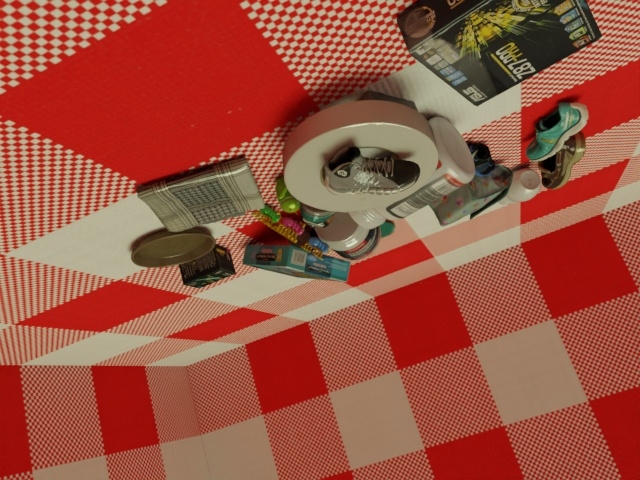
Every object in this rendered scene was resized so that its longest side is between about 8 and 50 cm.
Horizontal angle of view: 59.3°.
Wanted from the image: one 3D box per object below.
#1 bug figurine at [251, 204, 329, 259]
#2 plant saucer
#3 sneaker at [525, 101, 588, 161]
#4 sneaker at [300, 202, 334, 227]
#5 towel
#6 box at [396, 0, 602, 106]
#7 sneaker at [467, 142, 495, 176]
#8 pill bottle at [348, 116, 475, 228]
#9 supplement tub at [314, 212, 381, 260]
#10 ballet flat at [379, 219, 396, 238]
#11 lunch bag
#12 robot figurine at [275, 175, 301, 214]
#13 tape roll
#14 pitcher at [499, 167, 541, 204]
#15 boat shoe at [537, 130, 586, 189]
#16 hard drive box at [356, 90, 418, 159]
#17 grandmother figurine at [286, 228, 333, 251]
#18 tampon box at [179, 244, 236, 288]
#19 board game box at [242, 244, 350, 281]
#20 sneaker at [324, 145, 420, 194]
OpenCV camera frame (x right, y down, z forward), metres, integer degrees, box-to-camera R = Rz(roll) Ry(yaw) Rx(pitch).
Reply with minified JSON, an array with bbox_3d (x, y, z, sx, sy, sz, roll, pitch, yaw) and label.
[{"bbox_3d":[-0.094,-0.039,1.833,0.216,0.279,0.072,34,88,-49],"label":"bug figurine"},{"bbox_3d":[-0.488,0.021,1.866,0.278,0.041,0.278,-15,161,-5],"label":"plant saucer"},{"bbox_3d":[0.746,-0.361,1.832,0.110,0.107,0.275,7,151,-11],"label":"sneaker"},{"bbox_3d":[-0.004,-0.082,1.676,0.302,0.108,0.121,-52,164,-71],"label":"sneaker"},{"bbox_3d":[-0.326,-0.111,1.600,0.312,0.056,0.324,-17,163,-3],"label":"towel"},{"bbox_3d":[0.390,-0.451,1.192,0.318,0.097,0.395,-24,161,30],"label":"box"},{"bbox_3d":[0.541,-0.273,1.882,0.232,0.081,0.090,2,159,-46],"label":"sneaker"},{"bbox_3d":[0.249,-0.186,1.660,0.363,0.210,0.210,-30,158,35],"label":"pill bottle"},{"bbox_3d":[0.095,-0.043,1.968,0.191,0.191,0.272,-22,161,13],"label":"supplement tub"},{"bbox_3d":[0.225,-0.040,2.316,0.241,0.091,0.077,-29,-170,43],"label":"ballet flat"},{"bbox_3d":[0.559,-0.178,2.066,0.262,0.160,0.223,-17,164,-35],"label":"lunch bag"},{"bbox_3d":[-0.094,-0.133,1.651,0.067,0.115,0.101,-24,160,21],"label":"robot figurine"},{"bbox_3d":[0.097,-0.196,1.407,0.392,0.072,0.392,-5,154,-3],"label":"tape roll"},{"bbox_3d":[0.816,-0.213,2.242,0.178,0.125,0.207,-7,169,-5],"label":"pitcher"},{"bbox_3d":[0.870,-0.291,2.099,0.123,0.123,0.342,-5,161,2],"label":"boat shoe"},{"bbox_3d":[0.123,-0.275,1.474,0.181,0.089,0.232,1,154,-43],"label":"hard drive box"},{"bbox_3d":[0.000,0.000,2.180,0.342,0.104,0.208,8,122,-48],"label":"grandmother figurine"},{"bbox_3d":[-0.414,0.095,2.051,0.161,0.101,0.120,-23,162,13],"label":"tampon box"},{"bbox_3d":[-0.094,0.083,2.033,0.254,0.079,0.336,16,170,-32],"label":"board game box"},{"bbox_3d":[0.117,-0.168,1.299,0.228,0.086,0.132,-8,151,6],"label":"sneaker"}]
